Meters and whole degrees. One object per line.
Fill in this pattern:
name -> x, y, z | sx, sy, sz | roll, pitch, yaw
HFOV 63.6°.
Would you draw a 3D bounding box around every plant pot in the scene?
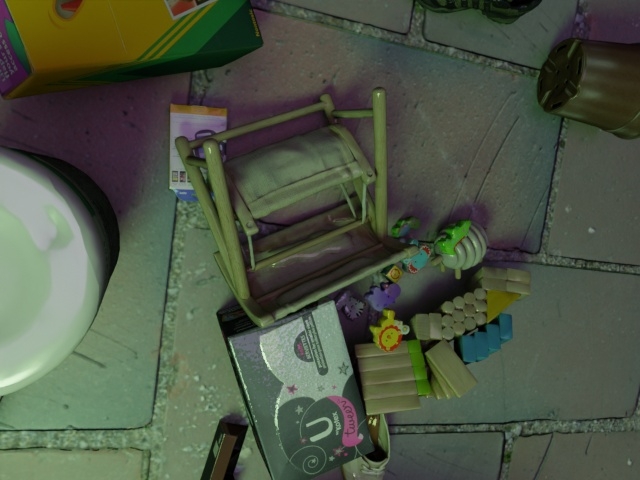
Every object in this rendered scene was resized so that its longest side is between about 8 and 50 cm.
plant pot -> 0.481, -0.270, 0.886 | 0.165, 0.167, 0.166 | 7, 95, -12

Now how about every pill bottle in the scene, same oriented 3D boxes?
pill bottle -> -0.321, 0.006, 0.540 | 0.205, 0.361, 0.204 | -2, 97, -18

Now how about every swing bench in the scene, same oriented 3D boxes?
swing bench -> -0.028, -0.054, 0.724 | 0.254, 0.165, 0.254 | -23, 111, -22

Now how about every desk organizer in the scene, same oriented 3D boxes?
desk organizer -> -0.151, 0.356, 0.808 | 0.050, 0.047, 0.130 | 17, 91, -22

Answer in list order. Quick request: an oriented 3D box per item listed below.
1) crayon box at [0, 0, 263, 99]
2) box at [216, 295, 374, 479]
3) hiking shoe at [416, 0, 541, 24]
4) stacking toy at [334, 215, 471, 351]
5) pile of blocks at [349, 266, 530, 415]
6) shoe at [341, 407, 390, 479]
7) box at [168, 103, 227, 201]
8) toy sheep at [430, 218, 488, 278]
crayon box -> -0.255, -0.369, 0.573 | 0.313, 0.106, 0.362 | -32, 108, -47
box -> -0.038, 0.211, 0.776 | 0.164, 0.142, 0.247 | -18, 102, -15
hiking shoe -> 0.252, -0.406, 0.809 | 0.227, 0.114, 0.086 | 1, 96, -18
stacking toy -> 0.124, 0.054, 0.797 | 0.052, 0.167, 0.221 | 42, 82, -19
pile of blocks -> 0.205, 0.175, 0.857 | 0.363, 0.112, 0.148 | -29, 73, -16
shoe -> 0.078, 0.344, 0.875 | 0.077, 0.058, 0.218 | -3, 98, -18
box -> -0.178, -0.125, 0.749 | 0.081, 0.028, 0.136 | 1, 99, -19
toy sheep -> 0.235, 0.011, 0.873 | 0.132, 0.091, 0.091 | -33, 107, -31
